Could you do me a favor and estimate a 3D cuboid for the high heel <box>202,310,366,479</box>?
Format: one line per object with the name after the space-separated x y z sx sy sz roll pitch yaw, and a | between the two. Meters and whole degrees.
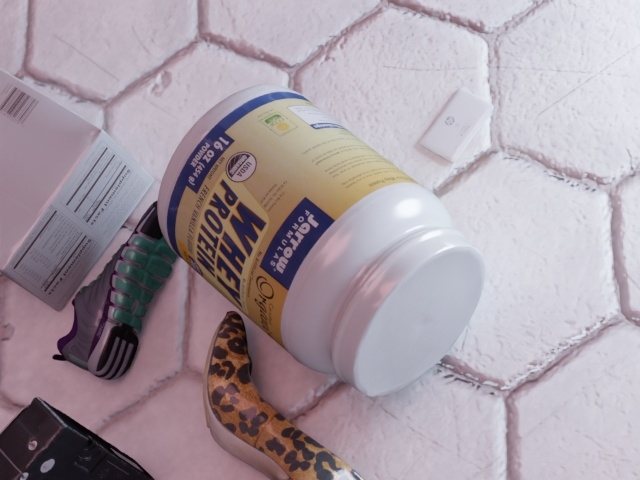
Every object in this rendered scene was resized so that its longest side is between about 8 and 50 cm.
-0.035 0.191 1.829 0.186 0.093 0.261 -1 57 2 | high heel

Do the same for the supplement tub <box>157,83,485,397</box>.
0.000 0.000 1.801 0.316 0.228 0.228 39 85 31 | supplement tub

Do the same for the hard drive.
-0.346 0.340 1.778 0.064 0.237 0.339 38 85 31 | hard drive

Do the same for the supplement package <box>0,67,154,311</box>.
-0.377 -0.078 2.033 0.262 0.145 0.204 31 81 29 | supplement package

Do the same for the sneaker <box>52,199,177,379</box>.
-0.244 0.048 1.963 0.098 0.083 0.224 13 73 31 | sneaker

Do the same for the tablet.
0.157 -0.133 1.930 0.054 0.006 0.083 32 81 30 | tablet
